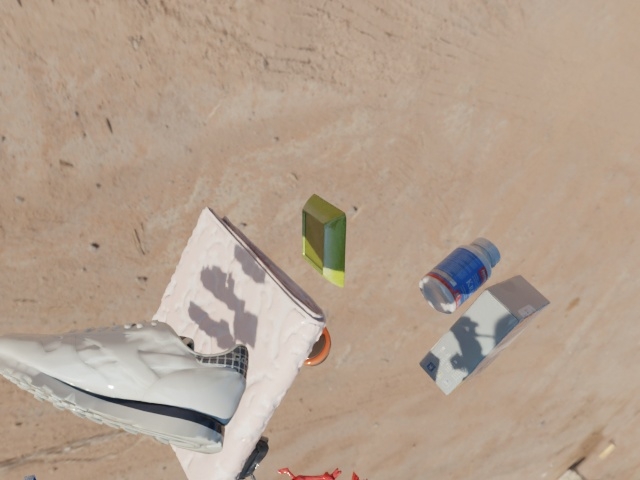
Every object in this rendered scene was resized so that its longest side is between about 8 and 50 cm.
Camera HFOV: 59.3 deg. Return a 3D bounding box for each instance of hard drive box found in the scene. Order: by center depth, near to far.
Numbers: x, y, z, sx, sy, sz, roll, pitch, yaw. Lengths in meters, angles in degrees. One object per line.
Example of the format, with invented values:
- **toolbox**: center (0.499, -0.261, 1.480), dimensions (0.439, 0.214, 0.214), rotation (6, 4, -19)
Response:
- **hard drive box**: center (0.338, 0.192, 1.164), dimensions (0.181, 0.089, 0.232), rotation (-10, 140, -49)

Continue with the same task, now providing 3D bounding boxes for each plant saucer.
- **plant saucer**: center (0.000, 0.000, 1.368), dimensions (0.045, 0.188, 0.188), rotation (-8, 112, -23)

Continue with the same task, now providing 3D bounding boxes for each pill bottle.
- **pill bottle**: center (0.385, 0.089, 1.531), dimensions (0.221, 0.124, 0.124), rotation (-38, 141, -21)

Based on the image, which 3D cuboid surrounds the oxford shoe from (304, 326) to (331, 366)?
- **oxford shoe**: center (-0.065, 0.128, 0.893), dimensions (0.097, 0.271, 0.098), rotation (-45, 131, -14)

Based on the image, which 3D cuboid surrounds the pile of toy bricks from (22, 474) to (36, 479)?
- **pile of toy bricks**: center (-0.302, 0.288, 0.456), dimensions (0.105, 0.212, 0.118), rotation (-7, 110, -11)

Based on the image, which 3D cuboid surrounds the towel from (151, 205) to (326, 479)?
- **towel**: center (-0.156, 0.161, 0.849), dimensions (0.053, 0.317, 0.332), rotation (13, 112, -44)

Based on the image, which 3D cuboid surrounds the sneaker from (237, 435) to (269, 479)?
- **sneaker**: center (-0.188, 0.405, 1.240), dimensions (0.153, 0.101, 0.269), rotation (8, 83, -13)

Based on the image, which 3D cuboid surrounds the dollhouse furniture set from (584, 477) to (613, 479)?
- **dollhouse furniture set**: center (0.610, 0.439, 0.855), dimensions (0.394, 0.362, 0.256), rotation (-15, 158, 21)

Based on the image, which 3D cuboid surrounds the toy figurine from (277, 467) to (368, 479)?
- **toy figurine**: center (-0.002, 0.534, 0.796), dimensions (0.191, 0.217, 0.363), rotation (17, 82, -9)

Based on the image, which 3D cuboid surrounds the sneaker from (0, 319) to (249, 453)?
- **sneaker**: center (-0.180, 0.114, 0.504), dimensions (0.090, 0.235, 0.095), rotation (87, 18, -62)
